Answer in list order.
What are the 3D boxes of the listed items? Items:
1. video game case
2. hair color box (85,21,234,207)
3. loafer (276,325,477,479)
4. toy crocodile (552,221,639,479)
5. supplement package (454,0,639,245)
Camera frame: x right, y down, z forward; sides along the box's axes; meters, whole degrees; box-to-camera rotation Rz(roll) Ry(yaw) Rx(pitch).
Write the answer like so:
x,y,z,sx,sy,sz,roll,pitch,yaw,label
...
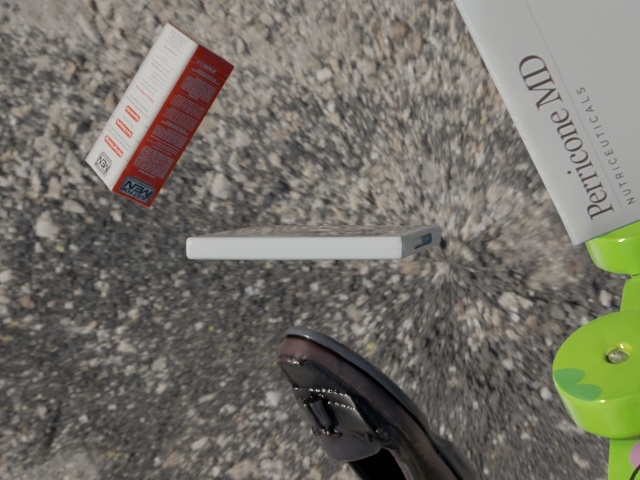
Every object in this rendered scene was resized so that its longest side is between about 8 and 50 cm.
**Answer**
x,y,z,sx,sy,sz,roll,pitch,yaw,label
0.000,0.000,1.010,0.201,0.183,0.023,-1,94,16,video game case
-0.138,-0.107,0.900,0.141,0.043,0.072,-57,39,8,hair color box
0.054,0.204,1.070,0.302,0.109,0.095,46,64,-32,loafer
0.198,0.056,0.560,0.105,0.341,0.115,-15,118,28,toy crocodile
0.176,-0.169,0.422,0.262,0.198,0.199,-23,121,18,supplement package
